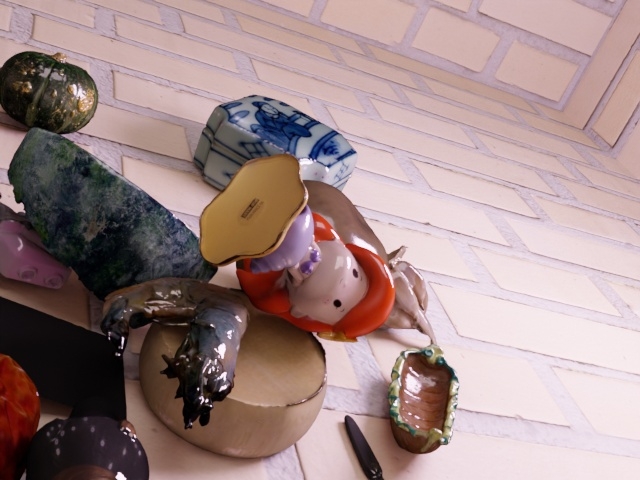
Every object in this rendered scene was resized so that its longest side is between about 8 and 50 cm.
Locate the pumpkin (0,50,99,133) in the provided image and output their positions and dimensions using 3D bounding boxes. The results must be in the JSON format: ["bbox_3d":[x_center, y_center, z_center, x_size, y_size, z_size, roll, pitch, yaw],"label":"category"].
[{"bbox_3d":[-0.501,-0.274,1.582,0.190,0.146,0.190,20,28,-11],"label":"pumpkin"}]

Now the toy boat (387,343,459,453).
[{"bbox_3d":[0.145,0.242,1.229,0.108,0.099,0.293,25,18,0],"label":"toy boat"}]

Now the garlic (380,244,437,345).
[{"bbox_3d":[0.141,0.112,1.476,0.194,0.127,0.131,50,44,-7],"label":"garlic"}]

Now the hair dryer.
[{"bbox_3d":[-0.140,0.295,0.869,0.359,0.120,0.303,41,-8,-10],"label":"hair dryer"}]

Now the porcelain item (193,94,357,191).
[{"bbox_3d":[-0.086,-0.174,1.756,0.286,0.157,0.281,31,25,12],"label":"porcelain item"}]

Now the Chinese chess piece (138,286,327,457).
[{"bbox_3d":[-0.112,0.168,1.127,0.249,0.103,0.250,19,26,-10],"label":"Chinese chess piece"}]

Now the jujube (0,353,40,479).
[{"bbox_3d":[-0.358,0.180,0.800,0.190,0.190,0.255,27,13,5],"label":"jujube"}]

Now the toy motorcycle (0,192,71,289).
[{"bbox_3d":[-0.473,-0.003,1.109,0.327,0.143,0.188,24,29,-40],"label":"toy motorcycle"}]

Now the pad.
[{"bbox_3d":[-0.344,0.132,1.038,0.243,0.004,0.164,27,21,-28],"label":"pad"}]

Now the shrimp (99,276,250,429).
[{"bbox_3d":[-0.176,0.105,1.009,0.178,0.075,0.289,15,29,-5],"label":"shrimp"}]

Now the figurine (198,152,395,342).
[{"bbox_3d":[-0.032,0.021,1.136,0.257,0.208,0.181,50,34,-43],"label":"figurine"}]

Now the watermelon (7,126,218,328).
[{"bbox_3d":[-0.307,-0.007,1.189,0.318,0.148,0.226,39,-13,-8],"label":"watermelon"}]

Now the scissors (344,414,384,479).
[{"bbox_3d":[0.072,0.308,1.123,0.088,0.017,0.220,11,28,-27],"label":"scissors"}]

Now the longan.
[{"bbox_3d":[-0.018,0.023,1.345,0.246,0.246,0.215,13,-12,-25],"label":"longan"}]
